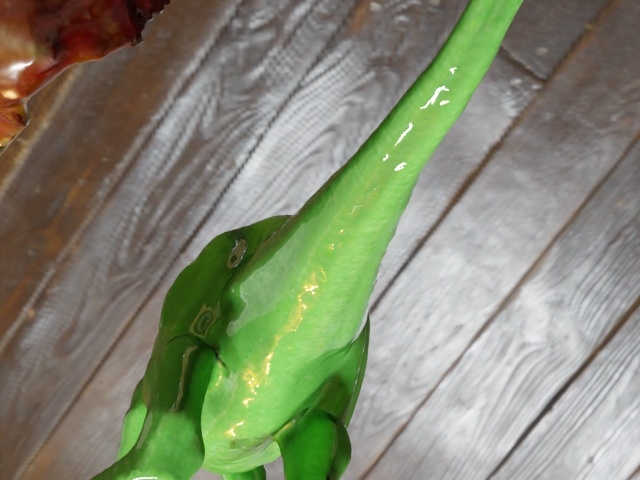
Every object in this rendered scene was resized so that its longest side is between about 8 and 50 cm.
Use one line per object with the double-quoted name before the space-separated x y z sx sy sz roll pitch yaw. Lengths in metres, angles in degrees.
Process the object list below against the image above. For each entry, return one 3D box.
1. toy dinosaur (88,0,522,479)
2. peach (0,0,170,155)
"toy dinosaur" 0.000 0.000 0.760 0.144 0.374 0.500 26 115 -10
"peach" -0.187 -0.171 0.744 0.258 0.361 0.201 -34 106 1
